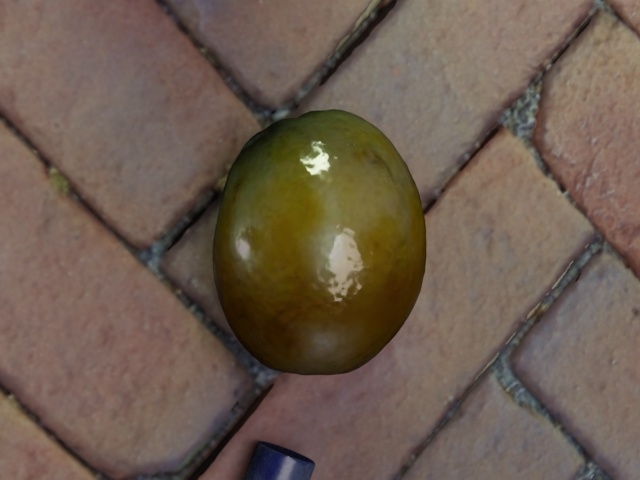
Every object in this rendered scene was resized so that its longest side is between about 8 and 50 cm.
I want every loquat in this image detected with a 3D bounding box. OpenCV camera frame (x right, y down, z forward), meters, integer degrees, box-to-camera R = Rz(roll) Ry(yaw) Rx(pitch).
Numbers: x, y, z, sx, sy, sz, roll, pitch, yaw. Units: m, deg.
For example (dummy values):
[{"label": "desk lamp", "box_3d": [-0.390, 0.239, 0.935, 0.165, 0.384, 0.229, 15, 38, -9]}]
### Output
[{"label": "loquat", "box_3d": [0.000, 0.000, 1.122, 0.179, 0.179, 0.227, 7, 84, -23]}]

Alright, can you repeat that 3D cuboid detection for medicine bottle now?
[{"label": "medicine bottle", "box_3d": [-0.069, 0.296, 1.179, 0.059, 0.059, 0.231, 21, 87, -23]}]
